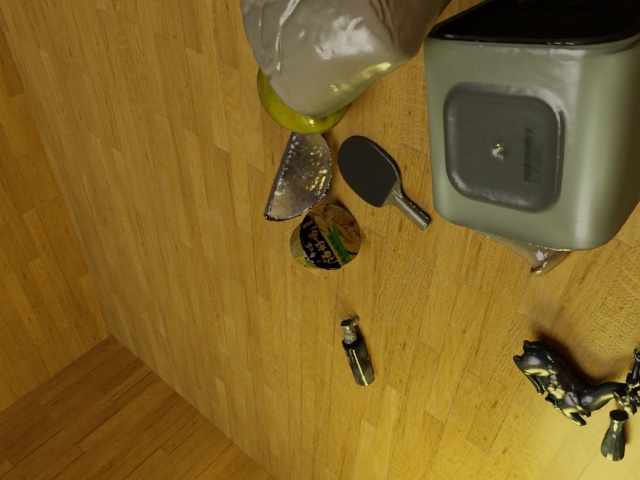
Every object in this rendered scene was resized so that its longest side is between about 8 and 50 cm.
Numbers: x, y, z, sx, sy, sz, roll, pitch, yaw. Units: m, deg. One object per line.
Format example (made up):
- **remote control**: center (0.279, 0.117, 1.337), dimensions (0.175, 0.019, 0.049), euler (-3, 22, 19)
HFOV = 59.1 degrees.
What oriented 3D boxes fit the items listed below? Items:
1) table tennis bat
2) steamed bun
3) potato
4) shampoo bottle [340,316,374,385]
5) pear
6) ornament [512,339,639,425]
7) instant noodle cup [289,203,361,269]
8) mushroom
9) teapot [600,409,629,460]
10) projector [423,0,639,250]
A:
- **table tennis bat**: center (0.127, -0.112, 1.154), dimensions (0.246, 0.022, 0.138), euler (43, 144, 14)
- **steamed bun**: center (0.034, -0.361, 0.711), dimensions (0.236, 0.384, 0.247), euler (43, 147, -25)
- **potato**: center (-0.038, -0.160, 1.263), dimensions (0.120, 0.100, 0.261), euler (15, 128, -13)
- **shampoo bottle**: center (0.098, 0.297, 1.515), dimensions (0.057, 0.063, 0.208), euler (22, 138, 50)
- **pear**: center (-0.023, -0.290, 1.032), dimensions (0.198, 0.198, 0.198), euler (29, 139, 29)
- **ornament**: center (0.490, 0.232, 1.004), dimensions (0.202, 0.080, 0.236), euler (48, 147, 1)
- **instant noodle cup**: center (0.000, 0.000, 1.297), dimensions (0.152, 0.151, 0.122), euler (57, 154, -7)
- **mushroom**: center (0.307, -0.040, 0.956), dimensions (0.247, 0.096, 0.108), euler (37, 117, 15)
- **teapot**: center (0.563, 0.368, 1.075), dimensions (0.042, 0.042, 0.111), euler (18, 129, 38)
- **projector**: center (0.287, -0.168, 0.728), dimensions (0.248, 0.248, 0.249), euler (19, 133, 38)
